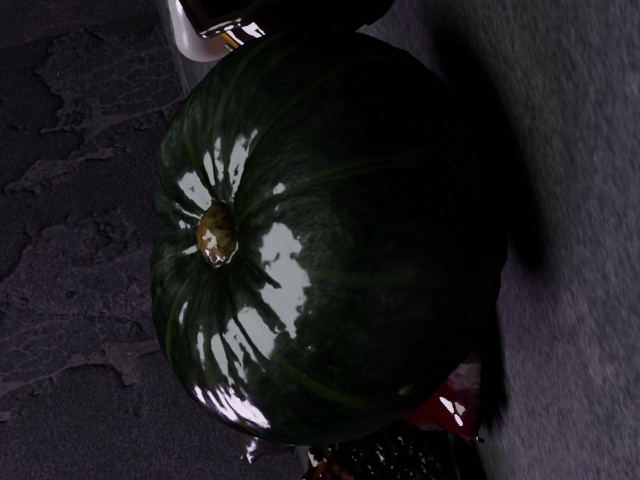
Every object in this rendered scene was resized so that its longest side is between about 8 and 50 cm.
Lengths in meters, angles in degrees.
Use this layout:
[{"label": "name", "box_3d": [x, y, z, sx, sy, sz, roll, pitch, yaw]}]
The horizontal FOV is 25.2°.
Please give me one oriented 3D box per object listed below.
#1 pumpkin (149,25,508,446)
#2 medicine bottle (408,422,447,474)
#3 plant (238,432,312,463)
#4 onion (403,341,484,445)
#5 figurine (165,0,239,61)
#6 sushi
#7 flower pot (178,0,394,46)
[{"label": "pumpkin", "box_3d": [0.000, 0.000, 1.029, 0.300, 0.207, 0.300, 0, 90, 47]}, {"label": "medicine bottle", "box_3d": [0.083, 0.229, 1.466, 0.090, 0.090, 0.217, -143, 37, -77]}, {"label": "plant", "box_3d": [-0.030, 0.182, 1.811, 0.276, 0.188, 0.199, 87, 166, -57]}, {"label": "onion", "box_3d": [0.040, 0.039, 1.222, 0.280, 0.146, 0.314, -121, 21, -60]}, {"label": "figurine", "box_3d": [-0.043, -0.240, 1.376, 0.141, 0.166, 0.250, 45, 146, 25]}, {"label": "sushi", "box_3d": [0.051, 0.256, 1.338, 0.172, 0.150, 0.153, 55, 176, -12]}, {"label": "flower pot", "box_3d": [-0.021, -0.215, 1.162, 0.084, 0.179, 0.251, 51, -176, -27]}]
